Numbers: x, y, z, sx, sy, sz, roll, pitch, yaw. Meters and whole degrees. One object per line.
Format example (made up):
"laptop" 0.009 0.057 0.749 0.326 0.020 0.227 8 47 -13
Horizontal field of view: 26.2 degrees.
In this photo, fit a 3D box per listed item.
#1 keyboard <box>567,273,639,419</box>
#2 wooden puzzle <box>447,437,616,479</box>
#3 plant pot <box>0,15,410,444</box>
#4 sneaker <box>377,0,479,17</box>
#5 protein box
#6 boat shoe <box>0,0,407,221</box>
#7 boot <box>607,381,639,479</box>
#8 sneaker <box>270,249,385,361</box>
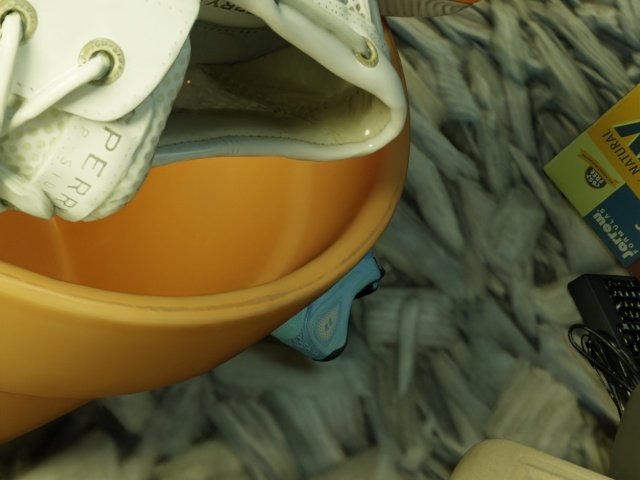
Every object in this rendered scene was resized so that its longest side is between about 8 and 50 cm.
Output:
"keyboard" 0.217 0.099 0.843 0.100 0.038 0.192 -1 57 -41
"wooden puzzle" 0.141 0.198 0.610 0.238 0.044 0.221 16 36 18
"plant pot" -0.139 -0.044 0.523 0.290 0.203 0.291 23 44 -24
"sneaker" -0.057 -0.185 0.479 0.321 0.124 0.180 9 47 -50
"protein box" 0.300 -0.083 0.939 0.136 0.201 0.200 51 40 7
"boat shoe" -0.071 -0.052 0.354 0.277 0.098 0.096 -9 63 -46
"boot" 0.234 0.208 0.735 0.115 0.112 0.305 33 41 -45
"sneaker" 0.000 0.000 0.734 0.073 0.063 0.162 47 40 -27
